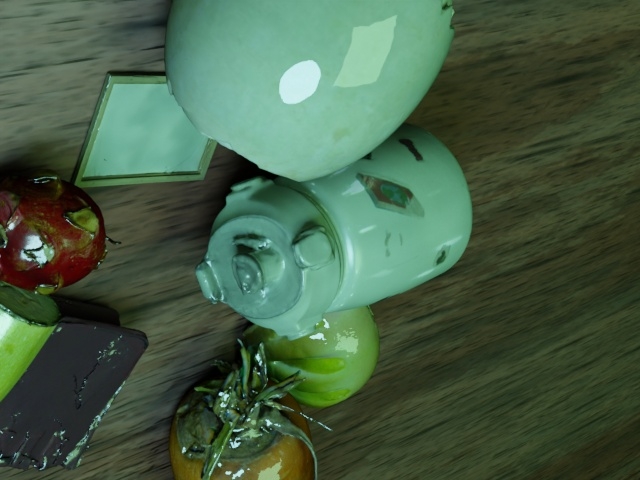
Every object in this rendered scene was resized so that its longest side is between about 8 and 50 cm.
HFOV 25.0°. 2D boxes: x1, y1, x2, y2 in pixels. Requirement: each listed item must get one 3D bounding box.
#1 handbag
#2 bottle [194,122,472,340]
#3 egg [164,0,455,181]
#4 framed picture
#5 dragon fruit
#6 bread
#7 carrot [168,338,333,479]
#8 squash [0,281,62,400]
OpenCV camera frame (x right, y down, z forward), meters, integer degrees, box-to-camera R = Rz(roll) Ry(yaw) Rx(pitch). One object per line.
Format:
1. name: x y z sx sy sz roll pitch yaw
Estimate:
1. handbag: -0.318 0.167 1.648 0.203 0.074 0.216 16 109 -57
2. bottle: 0.000 0.000 1.745 0.352 0.229 0.229 -25 139 -44
3. egg: 0.002 -0.241 1.467 0.336 0.278 0.278 -55 149 15
4. framed picture: -0.181 -0.124 1.605 0.201 0.010 0.136 -7 127 -50
5. dragon fruit: -0.276 -0.006 1.514 0.246 0.125 0.125 24 87 -75
6. bread: -0.005 0.146 1.963 0.158 0.156 0.260 -38 145 -27
7. carrot: -0.102 0.288 1.929 0.193 0.214 0.331 -33 141 -21
8. squash: -0.362 0.122 1.497 0.186 0.123 0.123 -57 149 6
